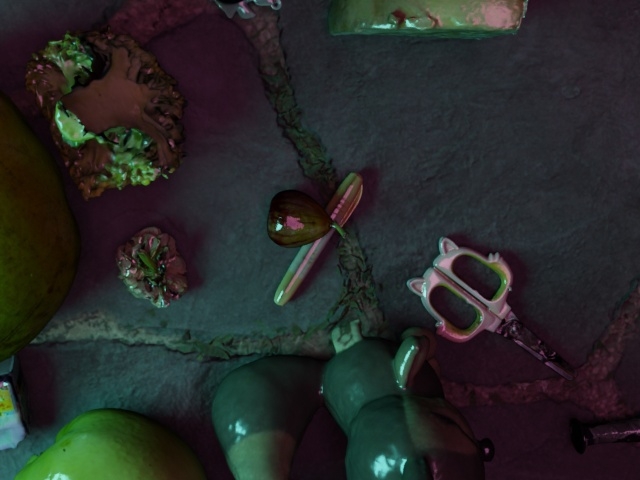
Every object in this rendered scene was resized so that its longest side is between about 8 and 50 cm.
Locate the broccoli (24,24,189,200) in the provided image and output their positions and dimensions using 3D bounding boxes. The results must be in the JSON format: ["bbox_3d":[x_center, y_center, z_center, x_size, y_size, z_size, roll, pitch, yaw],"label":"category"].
[{"bbox_3d":[-0.319,-0.158,1.451,0.180,0.273,0.242,-29,100,30],"label":"broccoli"}]

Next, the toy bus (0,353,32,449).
[{"bbox_3d":[-0.582,0.256,1.520,0.317,0.112,0.138,-14,109,-5],"label":"toy bus"}]

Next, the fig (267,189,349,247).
[{"bbox_3d":[-0.016,-0.028,1.560,0.125,0.089,0.088,8,96,9],"label":"fig"}]

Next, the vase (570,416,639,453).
[{"bbox_3d":[0.487,0.305,1.694,0.167,0.059,0.059,-4,97,-7],"label":"vase"}]

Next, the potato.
[{"bbox_3d":[0.148,-0.385,1.493,0.264,0.211,0.189,0,98,-4],"label":"potato"}]

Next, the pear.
[{"bbox_3d":[-0.500,-0.002,1.393,0.352,0.352,0.413,4,106,-8],"label":"pear"}]

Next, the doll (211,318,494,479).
[{"bbox_3d":[0.054,0.316,1.510,0.379,0.382,0.252,-19,129,8],"label":"doll"}]

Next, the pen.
[{"bbox_3d":[0.000,0.000,1.604,0.040,0.032,0.233,30,93,-15],"label":"pen"}]

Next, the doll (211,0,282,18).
[{"bbox_3d":[-0.143,-0.380,1.520,0.195,0.070,0.096,27,108,-3],"label":"doll"}]

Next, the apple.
[{"bbox_3d":[-0.302,0.381,1.498,0.292,0.292,0.254,-44,96,-1],"label":"apple"}]

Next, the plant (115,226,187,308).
[{"bbox_3d":[-0.239,0.038,1.534,0.116,0.122,0.104,44,78,-3],"label":"plant"}]

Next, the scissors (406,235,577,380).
[{"bbox_3d":[0.285,0.124,1.661,0.317,0.024,0.160,37,91,-10],"label":"scissors"}]
